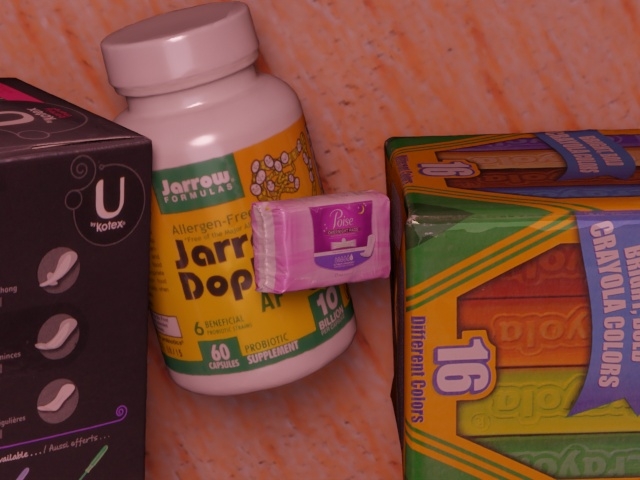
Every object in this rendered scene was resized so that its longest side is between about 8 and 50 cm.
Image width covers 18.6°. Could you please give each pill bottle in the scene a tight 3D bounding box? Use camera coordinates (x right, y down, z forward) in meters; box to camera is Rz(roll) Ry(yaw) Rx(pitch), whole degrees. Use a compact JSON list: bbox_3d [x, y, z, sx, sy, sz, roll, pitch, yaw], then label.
[{"bbox_3d":[-0.057,-0.026,1.125,0.117,0.117,0.208,-13,107,3],"label":"pill bottle"}]

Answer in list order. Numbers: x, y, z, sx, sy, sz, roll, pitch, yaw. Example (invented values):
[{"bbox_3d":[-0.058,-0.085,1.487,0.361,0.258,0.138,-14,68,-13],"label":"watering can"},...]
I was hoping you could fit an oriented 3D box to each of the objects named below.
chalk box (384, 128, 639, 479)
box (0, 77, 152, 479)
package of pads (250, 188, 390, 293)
[{"bbox_3d":[0.186,0.039,1.118,0.289,0.179,0.180,-2,108,0],"label":"chalk box"},{"bbox_3d":[-0.196,0.059,1.102,0.143,0.165,0.270,-10,112,-35],"label":"box"},{"bbox_3d":[0.000,0.000,1.077,0.083,0.032,0.050,-8,100,-40],"label":"package of pads"}]
